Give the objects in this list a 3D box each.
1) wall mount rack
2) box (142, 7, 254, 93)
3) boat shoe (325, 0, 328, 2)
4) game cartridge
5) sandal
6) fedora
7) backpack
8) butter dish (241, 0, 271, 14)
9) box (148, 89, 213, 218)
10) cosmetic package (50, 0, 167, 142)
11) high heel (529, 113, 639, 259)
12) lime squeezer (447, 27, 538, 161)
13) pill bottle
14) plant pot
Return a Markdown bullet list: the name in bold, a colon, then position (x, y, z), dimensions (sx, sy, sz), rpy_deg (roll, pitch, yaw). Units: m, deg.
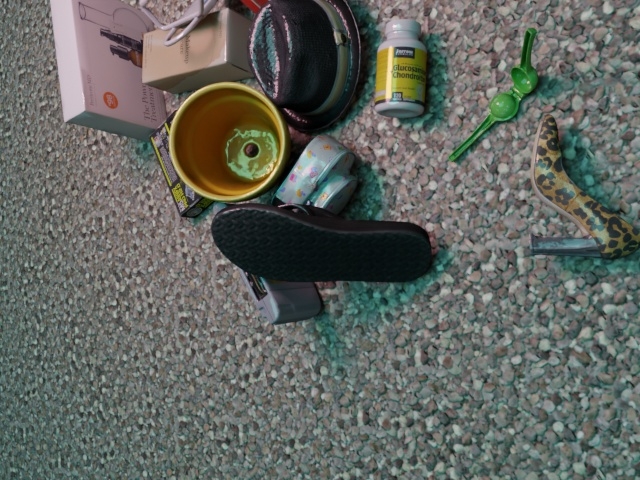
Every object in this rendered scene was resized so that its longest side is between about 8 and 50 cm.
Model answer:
- **wall mount rack**: position (-0.275, -0.630, 1.420), dimensions (0.304, 0.130, 0.350), rpy_deg (-1, 53, 46)
- **box**: position (-0.316, -0.487, 1.566), dimensions (0.311, 0.121, 0.148), rpy_deg (-3, 85, 34)
- **boat shoe**: position (0.015, -0.584, 1.387), dimensions (0.048, 0.056, 0.153), rpy_deg (-37, 61, 32)
- **game cartridge**: position (-0.113, 0.046, 1.354), dimensions (0.062, 0.198, 0.297), rpy_deg (-39, 71, 28)
- **sandal**: position (0.001, 0.002, 1.232), dimensions (0.446, 0.107, 0.167), rpy_deg (8, 122, -6)
- **fedora**: position (-0.067, -0.413, 1.341), dimensions (0.334, 0.152, 0.334), rpy_deg (9, 104, 39)
- **backpack**: position (0.000, -0.132, 1.310), dimensions (0.144, 0.166, 0.188), rpy_deg (31, 107, 16)
- **butter dish**: position (-0.123, -0.639, 1.445), dimensions (0.160, 0.160, 0.118), rpy_deg (-27, 50, 31)
- **box**: position (-0.336, -0.229, 1.605), dimensions (0.216, 0.060, 0.270), rpy_deg (-37, 68, 28)
- **cosmetic package**: position (-0.574, -0.482, 1.645), dimensions (0.097, 0.284, 0.377), rpy_deg (-17, 79, 33)
- **high heel**: position (0.466, -0.096, 1.047), dimensions (0.186, 0.093, 0.261), rpy_deg (1, 85, 23)
- **lime squeezer**: position (0.347, -0.265, 1.123), dimensions (0.059, 0.110, 0.310), rpy_deg (40, 141, 12)
- **pill bottle**: position (0.167, -0.354, 1.241), dimensions (0.103, 0.103, 0.184), rpy_deg (2, 89, 34)
- **plant pot**: position (-0.182, -0.212, 1.363), dimensions (0.254, 0.239, 0.254), rpy_deg (0, 94, 7)
